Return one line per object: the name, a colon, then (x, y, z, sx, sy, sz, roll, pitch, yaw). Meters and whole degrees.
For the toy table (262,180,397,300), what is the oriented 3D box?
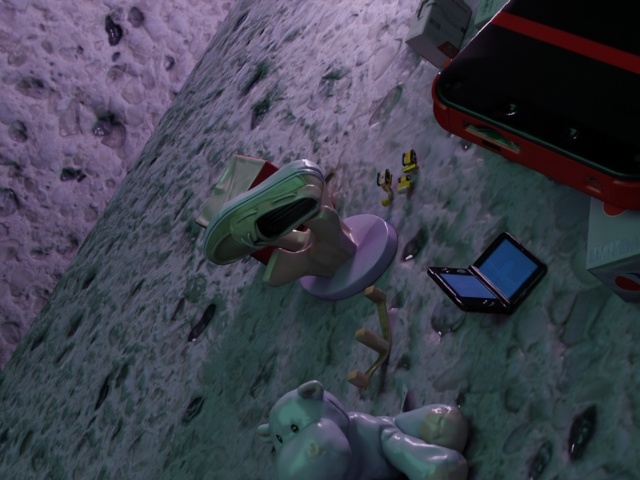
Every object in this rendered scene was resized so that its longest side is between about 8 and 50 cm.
toy table: (0.000, 0.000, 1.800, 0.274, 0.161, 0.252, -27, 40, 47)

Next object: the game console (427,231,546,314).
game console: (0.249, 0.045, 1.430, 0.144, 0.124, 0.085, -127, 45, -62)

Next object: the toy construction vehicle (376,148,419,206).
toy construction vehicle: (0.153, -0.117, 1.814, 0.086, 0.035, 0.098, -24, 44, 31)

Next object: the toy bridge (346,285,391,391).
toy bridge: (0.088, 0.170, 1.580, 0.026, 0.063, 0.188, -28, 38, 44)

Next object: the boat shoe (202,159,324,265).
boat shoe: (-0.114, -0.036, 1.737, 0.302, 0.109, 0.094, -39, 34, 30)

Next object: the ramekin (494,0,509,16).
ramekin: (0.375, -0.348, 1.503, 0.109, 0.207, 0.207, -24, 41, 60)

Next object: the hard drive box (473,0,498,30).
hard drive box: (0.405, -0.471, 1.696, 0.232, 0.089, 0.181, -17, 48, 53)

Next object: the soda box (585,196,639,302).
soda box: (0.421, -0.068, 1.241, 0.091, 0.098, 0.286, -23, 43, 45)

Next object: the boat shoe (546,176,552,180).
boat shoe: (0.355, -0.144, 1.493, 0.040, 0.049, 0.142, -30, 35, 11)

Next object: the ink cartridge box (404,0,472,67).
ink cartridge box: (0.242, -0.438, 1.920, 0.056, 0.099, 0.135, -14, 49, 55)

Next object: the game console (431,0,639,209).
game console: (0.375, -0.226, 1.265, 0.386, 0.060, 0.342, 31, 69, 36)

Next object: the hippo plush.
hippo plush: (0.055, 0.279, 1.332, 0.234, 0.236, 0.294, -42, 31, 29)

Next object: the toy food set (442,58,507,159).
toy food set: (0.293, -0.249, 1.632, 0.111, 0.104, 0.232, -42, 31, 27)

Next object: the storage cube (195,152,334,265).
storage cube: (-0.124, -0.057, 2.027, 0.184, 0.193, 0.215, -60, 28, -4)
